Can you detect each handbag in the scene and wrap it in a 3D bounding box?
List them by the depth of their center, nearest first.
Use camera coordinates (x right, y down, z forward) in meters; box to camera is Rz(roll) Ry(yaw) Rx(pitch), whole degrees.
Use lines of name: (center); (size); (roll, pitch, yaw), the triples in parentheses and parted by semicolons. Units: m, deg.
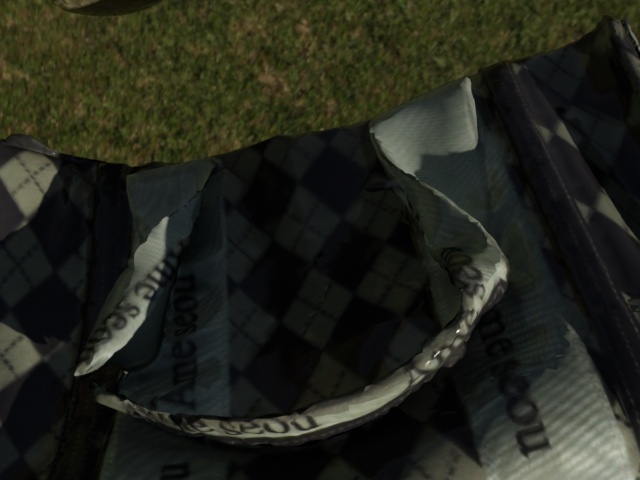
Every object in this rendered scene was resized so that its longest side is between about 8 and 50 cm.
handbag: (0.005, 0.038, 0.500); (0.416, 0.180, 0.316); (-12, 52, 2)

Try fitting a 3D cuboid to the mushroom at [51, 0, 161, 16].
mushroom: (-0.153, -0.245, 0.671); (0.247, 0.344, 0.130); (-40, 92, -12)
